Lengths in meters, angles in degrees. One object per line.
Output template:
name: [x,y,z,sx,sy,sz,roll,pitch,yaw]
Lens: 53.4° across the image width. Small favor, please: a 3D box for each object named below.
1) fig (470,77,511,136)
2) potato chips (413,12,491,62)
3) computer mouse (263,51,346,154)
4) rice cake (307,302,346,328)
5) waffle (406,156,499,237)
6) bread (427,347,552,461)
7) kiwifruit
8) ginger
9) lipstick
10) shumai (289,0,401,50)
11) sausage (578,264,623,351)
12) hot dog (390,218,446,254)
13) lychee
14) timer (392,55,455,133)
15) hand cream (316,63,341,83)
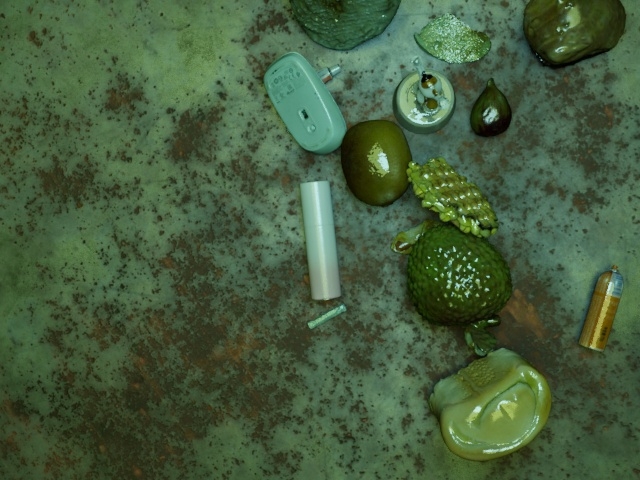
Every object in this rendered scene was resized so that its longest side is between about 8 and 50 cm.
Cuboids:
fig: [0.456,-0.358,1.715,0.109,0.103,0.155,-13,99,-16]
potato chips: [0.364,-0.558,1.757,0.209,0.026,0.143,-6,95,8]
computer mouse: [-0.035,-0.374,1.757,0.159,0.097,0.289,-27,96,37]
rice cake: [0.018,0.217,1.822,0.121,0.021,0.022,-29,99,6]
waffle: [0.340,-0.119,1.646,0.281,0.301,0.058,37,119,-3]
bread: [0.462,0.450,1.671,0.315,0.270,0.212,-33,103,0]
kiwifruit: [0.152,-0.204,1.709,0.195,0.196,0.234,-10,94,6]
ginger: [0.657,-0.571,1.631,0.269,0.223,0.201,-19,86,9]
lipstick: [0.000,0.000,1.782,0.087,0.087,0.327,-6,91,6]
shumai: [0.081,-0.711,1.726,0.309,0.304,0.264,14,59,7]
sausage: [0.763,0.180,1.717,0.071,0.071,0.235,16,94,5]
hot dog: [0.274,-0.006,1.766,0.168,0.061,0.078,-26,90,6]
lychee: [0.365,0.112,1.662,0.270,0.270,0.320,-45,104,6]
timer: [0.276,-0.380,1.650,0.175,0.266,0.176,0,92,6]
hand cream: [-0.039,-0.437,1.801,0.216,0.038,0.052,-25,65,12]
